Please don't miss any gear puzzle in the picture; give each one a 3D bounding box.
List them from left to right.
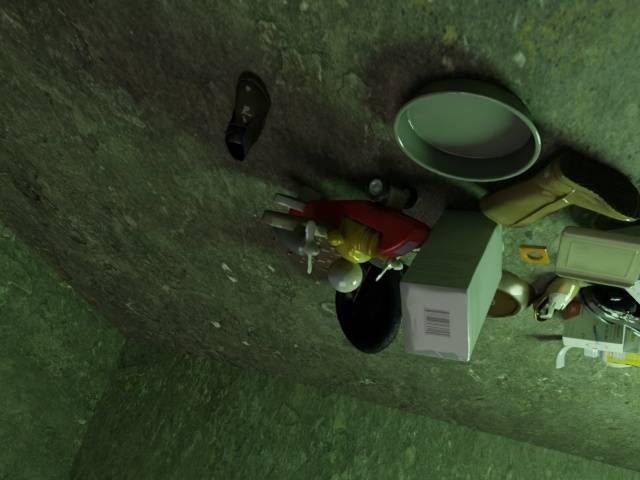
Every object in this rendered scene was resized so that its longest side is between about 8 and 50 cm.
[{"bbox_3d":[0.000,0.000,2.089,0.176,0.044,0.339,19,153,1],"label":"gear puzzle"}]

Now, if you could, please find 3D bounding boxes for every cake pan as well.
[{"bbox_3d":[0.293,-0.220,1.408,0.293,0.054,0.293,15,155,7],"label":"cake pan"}]

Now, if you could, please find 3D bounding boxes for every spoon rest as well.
[{"bbox_3d":[0.860,0.348,2.171,0.276,0.084,0.137,-12,173,40],"label":"spoon rest"}]

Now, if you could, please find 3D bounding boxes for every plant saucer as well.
[{"bbox_3d":[0.475,0.159,2.085,0.311,0.050,0.310,14,156,6],"label":"plant saucer"}]

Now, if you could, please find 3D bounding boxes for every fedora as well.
[{"bbox_3d":[0.187,0.173,2.100,0.153,0.333,0.334,-4,170,-34],"label":"fedora"}]

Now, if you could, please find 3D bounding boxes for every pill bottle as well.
[{"bbox_3d":[0.872,0.297,2.018,0.209,0.119,0.119,5,153,26],"label":"pill bottle"}]

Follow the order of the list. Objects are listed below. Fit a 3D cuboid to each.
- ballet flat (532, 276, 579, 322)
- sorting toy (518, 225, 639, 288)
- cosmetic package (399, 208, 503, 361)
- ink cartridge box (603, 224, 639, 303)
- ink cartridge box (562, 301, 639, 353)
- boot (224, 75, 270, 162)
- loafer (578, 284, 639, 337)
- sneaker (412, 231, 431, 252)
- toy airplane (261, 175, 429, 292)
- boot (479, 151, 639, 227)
[{"bbox_3d":[0.654,0.170,1.954,0.080,0.073,0.232,16,155,4],"label":"ballet flat"},{"bbox_3d":[0.625,0.029,1.573,0.348,0.047,0.196,10,151,18],"label":"sorting toy"},{"bbox_3d":[0.314,0.091,1.626,0.155,0.365,0.196,5,118,23],"label":"cosmetic package"},{"bbox_3d":[0.829,0.056,1.611,0.304,0.072,0.307,37,148,-32],"label":"ink cartridge box"},{"bbox_3d":[0.788,0.243,1.967,0.198,0.115,0.067,4,152,25],"label":"ink cartridge box"},{"bbox_3d":[-0.164,-0.264,1.561,0.082,0.106,0.219,16,156,4],"label":"boot"},{"bbox_3d":[0.808,0.174,1.852,0.303,0.109,0.095,24,136,-26],"label":"loafer"},{"bbox_3d":[0.310,0.013,1.870,0.170,0.063,0.075,-13,135,41],"label":"sneaker"},{"bbox_3d":[0.046,-0.009,1.749,0.386,0.272,0.384,5,176,-4],"label":"toy airplane"},{"bbox_3d":[0.515,-0.082,1.522,0.236,0.089,0.269,30,155,-10],"label":"boot"}]
